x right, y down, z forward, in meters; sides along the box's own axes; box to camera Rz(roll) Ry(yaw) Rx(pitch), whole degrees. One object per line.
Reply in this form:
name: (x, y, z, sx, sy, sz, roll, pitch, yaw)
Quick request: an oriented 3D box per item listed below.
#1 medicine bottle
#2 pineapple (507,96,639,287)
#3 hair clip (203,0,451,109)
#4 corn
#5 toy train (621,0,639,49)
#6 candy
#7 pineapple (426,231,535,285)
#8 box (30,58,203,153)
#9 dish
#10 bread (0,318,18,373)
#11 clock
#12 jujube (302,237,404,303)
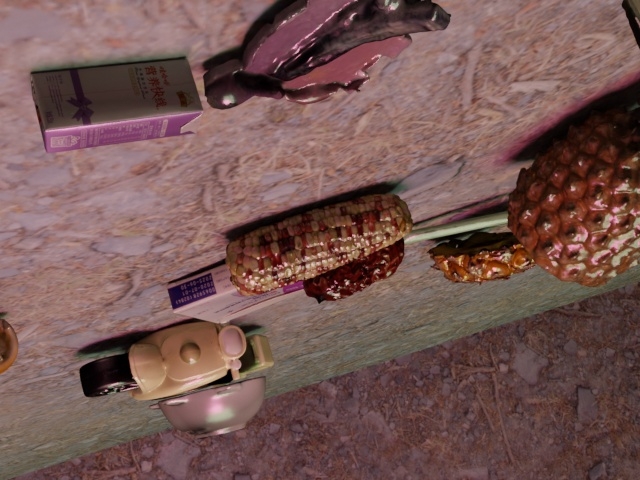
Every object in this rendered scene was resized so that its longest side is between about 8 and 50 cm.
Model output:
medicine bottle: (-0.101, 0.062, 1.154, 0.201, 0.052, 0.171, -21, 163, 10)
pineapple: (0.400, -0.097, 0.971, 0.202, 0.202, 0.362, -8, 153, -34)
hair clip: (0.016, -0.154, 0.604, 0.187, 0.056, 0.146, -21, 167, 40)
corn: (0.000, 0.000, 1.004, 0.253, 0.086, 0.086, -18, 164, -4)
toy train: (0.314, -0.195, 0.551, 0.159, 0.188, 0.271, -23, 161, 13)
candy: (0.296, -0.036, 1.227, 0.439, 0.119, 0.119, -13, 164, 3)
pineapple: (0.289, 0.029, 1.328, 0.224, 0.076, 0.225, -11, -173, 1)
box: (-0.149, -0.100, 0.575, 0.117, 0.051, 0.036, -10, 163, -23)
dish: (-0.203, 0.319, 1.432, 0.227, 0.086, 0.236, -13, 169, -1)
bread: (-0.463, 0.147, 0.970, 0.177, 0.084, 0.119, -24, 163, 30)
clock: (-0.243, 0.224, 1.423, 0.276, 0.120, 0.379, -18, 169, 6)
jujube: (0.050, 0.027, 1.082, 0.166, 0.104, 0.104, -39, 177, -35)
